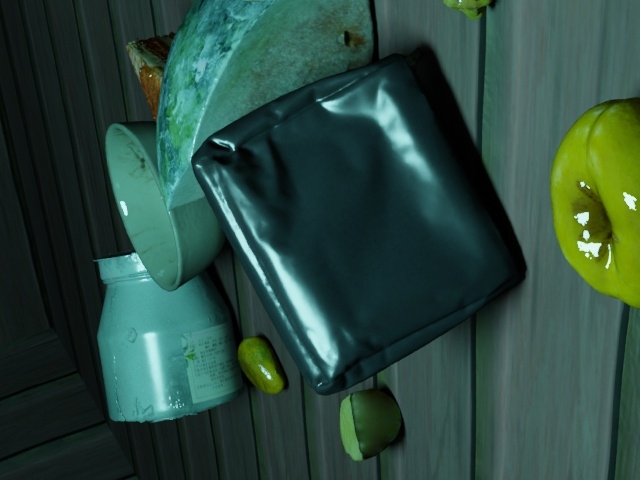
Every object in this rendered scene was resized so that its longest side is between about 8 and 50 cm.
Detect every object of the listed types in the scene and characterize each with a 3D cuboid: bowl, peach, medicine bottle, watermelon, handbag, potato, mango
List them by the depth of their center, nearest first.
[{"bbox_3d":[0.251,-0.030,1.092,0.179,0.103,0.179,51,154,37],"label":"peach"},{"bbox_3d":[0.045,-0.023,1.483,0.301,0.275,0.178,61,178,5],"label":"handbag"},{"bbox_3d":[-0.044,-0.186,1.625,0.387,0.258,0.228,-54,25,15],"label":"watermelon"},{"bbox_3d":[0.065,0.251,1.905,0.103,0.066,0.096,153,111,-75],"label":"potato"},{"bbox_3d":[-0.227,-0.073,2.251,0.289,0.146,0.289,50,151,42],"label":"bowl"},{"bbox_3d":[-0.097,0.209,2.311,0.114,0.057,0.079,47,147,32],"label":"mango"},{"bbox_3d":[-0.278,0.153,2.453,0.245,0.245,0.289,-179,78,-69],"label":"medicine bottle"}]

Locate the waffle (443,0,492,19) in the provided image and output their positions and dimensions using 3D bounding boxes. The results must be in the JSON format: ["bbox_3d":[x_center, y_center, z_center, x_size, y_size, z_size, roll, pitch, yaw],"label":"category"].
[{"bbox_3d":[0.092,-0.346,1.233,0.300,0.058,0.281,62,155,-1],"label":"waffle"}]

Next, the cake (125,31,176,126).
[{"bbox_3d":[-0.164,-0.229,1.925,0.262,0.158,0.159,63,155,23],"label":"cake"}]
